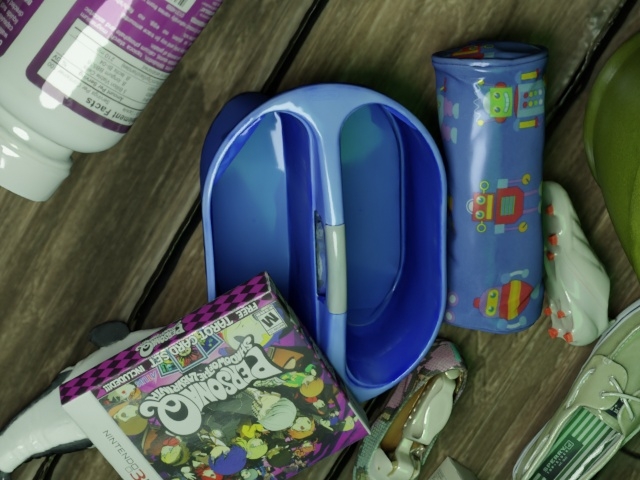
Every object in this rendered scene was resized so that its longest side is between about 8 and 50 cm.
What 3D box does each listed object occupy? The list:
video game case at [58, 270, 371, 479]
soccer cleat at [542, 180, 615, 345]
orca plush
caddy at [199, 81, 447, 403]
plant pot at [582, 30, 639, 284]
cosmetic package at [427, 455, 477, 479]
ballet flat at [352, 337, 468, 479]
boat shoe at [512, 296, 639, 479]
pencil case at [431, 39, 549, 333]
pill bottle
[{"bbox_3d":[-0.099,0.164,1.503,0.232,0.042,0.210,-29,123,6],"label":"video game case"},{"bbox_3d":[0.271,0.020,1.677,0.076,0.068,0.196,-24,113,-24],"label":"soccer cleat"},{"bbox_3d":[-0.219,0.190,1.617,0.287,0.151,0.102,-42,144,2],"label":"orca plush"},{"bbox_3d":[0.000,0.000,1.547,0.241,0.179,0.341,-6,111,-10],"label":"caddy"},{"bbox_3d":[0.424,-0.074,1.511,0.367,0.353,0.366,-4,112,-10],"label":"plant pot"},{"bbox_3d":[0.131,0.308,1.754,0.041,0.060,0.115,35,101,-22],"label":"cosmetic package"},{"bbox_3d":[0.099,0.213,1.700,0.077,0.079,0.221,21,105,-19],"label":"ballet flat"},{"bbox_3d":[0.324,0.185,1.714,0.109,0.094,0.302,34,102,0],"label":"boat shoe"},{"bbox_3d":[0.171,-0.056,1.587,0.119,0.133,0.306,-3,110,-6],"label":"pencil case"},{"bbox_3d":[-0.217,-0.190,1.437,0.169,0.169,0.301,35,100,-21],"label":"pill bottle"}]
